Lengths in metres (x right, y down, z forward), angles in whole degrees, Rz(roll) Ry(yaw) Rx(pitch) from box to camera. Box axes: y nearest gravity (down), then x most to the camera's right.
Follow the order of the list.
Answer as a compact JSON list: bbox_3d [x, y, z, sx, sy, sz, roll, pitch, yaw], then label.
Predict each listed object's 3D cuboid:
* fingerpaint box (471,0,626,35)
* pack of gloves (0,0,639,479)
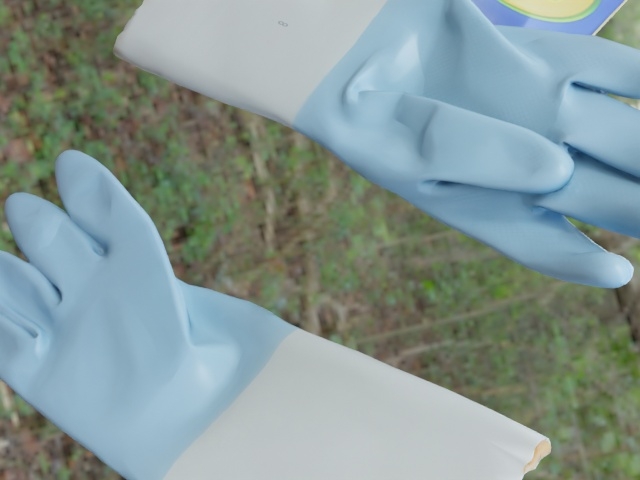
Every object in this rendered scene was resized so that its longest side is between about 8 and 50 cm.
[{"bbox_3d":[0.083,-0.375,0.873,0.445,0.371,0.163,45,-7,-15],"label":"fingerpaint box"},{"bbox_3d":[0.000,0.000,0.458,0.232,0.195,0.046,31,-12,38],"label":"pack of gloves"}]
